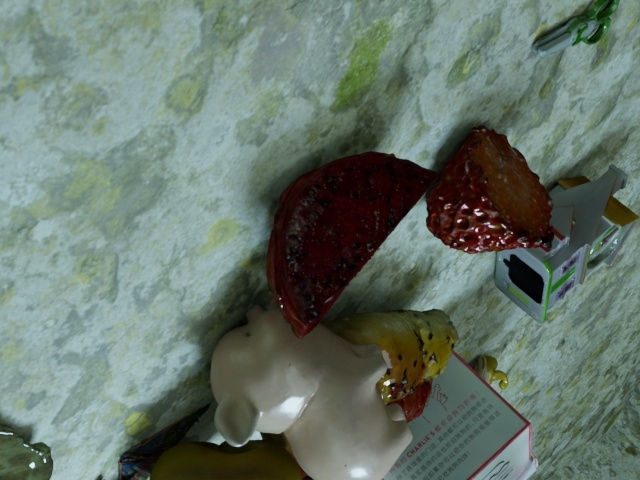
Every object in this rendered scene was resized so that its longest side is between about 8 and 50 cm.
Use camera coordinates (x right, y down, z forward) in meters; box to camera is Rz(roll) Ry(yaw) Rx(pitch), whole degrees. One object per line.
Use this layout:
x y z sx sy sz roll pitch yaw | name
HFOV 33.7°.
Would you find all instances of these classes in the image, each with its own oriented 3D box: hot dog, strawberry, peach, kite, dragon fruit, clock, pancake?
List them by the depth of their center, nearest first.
-0.456 0.317 1.367 0.222 0.042 0.236 -48 150 13 | pancake
0.000 0.000 1.506 0.317 0.152 0.205 -49 174 -27 | dragon fruit
-0.151 0.391 1.681 0.251 0.251 0.153 18 75 -60 | peach
-0.263 0.350 1.716 0.241 0.014 0.183 -49 154 1 | kite
0.270 -0.056 1.763 0.178 0.234 0.234 -33 164 35 | strawberry
0.056 0.267 1.876 0.367 0.196 0.365 -55 148 10 | hot dog
0.522 -0.011 2.184 0.309 0.166 0.235 -40 152 -17 | clock

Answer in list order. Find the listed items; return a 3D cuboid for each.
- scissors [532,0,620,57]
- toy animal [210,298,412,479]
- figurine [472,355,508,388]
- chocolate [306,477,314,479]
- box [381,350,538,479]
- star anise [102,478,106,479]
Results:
0.422 -0.347 1.749 0.204 0.027 0.101 -30 147 -33 | scissors
-0.020 0.240 1.614 0.269 0.326 0.237 -25 -173 -3 | toy animal
0.356 0.353 2.492 0.246 0.131 0.156 -36 134 -48 | figurine
-0.062 0.638 2.191 0.283 0.186 0.284 -34 151 -23 | chocolate
0.232 0.425 2.191 0.314 0.312 0.300 -40 151 -12 | box
-0.358 0.478 1.667 0.209 0.089 0.231 -18 130 -31 | star anise
